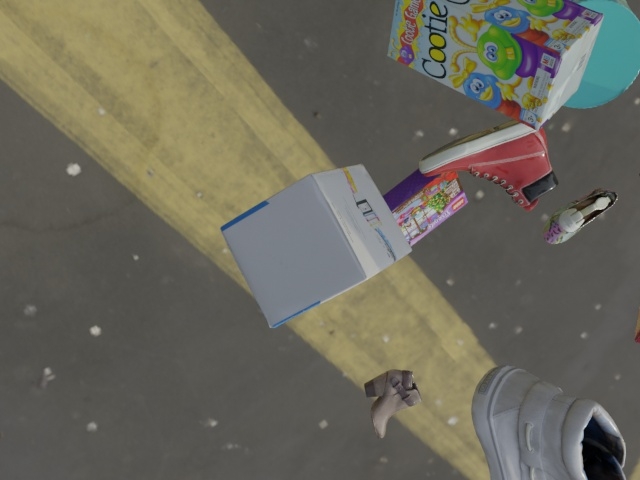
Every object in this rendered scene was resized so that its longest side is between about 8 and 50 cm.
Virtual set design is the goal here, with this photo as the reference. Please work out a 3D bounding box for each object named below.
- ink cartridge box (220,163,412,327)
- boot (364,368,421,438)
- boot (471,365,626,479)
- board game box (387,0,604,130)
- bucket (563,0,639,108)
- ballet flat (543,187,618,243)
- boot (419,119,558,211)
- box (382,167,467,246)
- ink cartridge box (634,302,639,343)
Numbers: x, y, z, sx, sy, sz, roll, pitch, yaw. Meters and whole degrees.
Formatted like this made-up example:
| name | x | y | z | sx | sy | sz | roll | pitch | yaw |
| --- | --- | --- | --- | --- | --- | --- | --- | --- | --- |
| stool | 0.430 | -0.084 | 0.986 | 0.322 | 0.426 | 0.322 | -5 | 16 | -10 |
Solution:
| name | x | y | z | sx | sy | sz | roll | pitch | yaw |
| --- | --- | --- | --- | --- | --- | --- | --- | --- | --- |
| ink cartridge box | 0.000 | 0.000 | 1.321 | 0.171 | 0.168 | 0.233 | -30 | 177 | 22 |
| boot | 0.124 | 0.268 | 1.446 | 0.087 | 0.042 | 0.118 | -12 | 111 | 8 |
| boot | 0.238 | 0.234 | 0.865 | 0.095 | 0.123 | 0.258 | -48 | 131 | -24 |
| board game box | 0.260 | -0.312 | 1.346 | 0.142 | 0.275 | 0.144 | -43 | 153 | -34 |
| bucket | 0.564 | -0.433 | 1.928 | 0.281 | 0.183 | 0.281 | 0 | 118 | -1 |
| ballet flat | 0.653 | -0.068 | 2.198 | 0.221 | 0.077 | 0.079 | -32 | 180 | -15 |
| boot | 0.323 | -0.121 | 1.681 | 0.244 | 0.088 | 0.176 | -17 | 104 | 8 |
| box | 0.224 | -0.070 | 2.203 | 0.293 | 0.057 | 0.201 | -38 | 148 | 0 |
| ink cartridge box | 0.589 | 0.089 | 1.464 | 0.175 | 0.072 | 0.127 | 87 | 20 | -60 |
